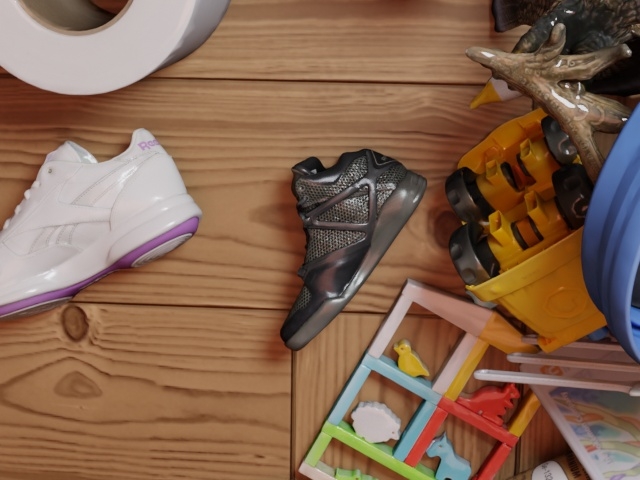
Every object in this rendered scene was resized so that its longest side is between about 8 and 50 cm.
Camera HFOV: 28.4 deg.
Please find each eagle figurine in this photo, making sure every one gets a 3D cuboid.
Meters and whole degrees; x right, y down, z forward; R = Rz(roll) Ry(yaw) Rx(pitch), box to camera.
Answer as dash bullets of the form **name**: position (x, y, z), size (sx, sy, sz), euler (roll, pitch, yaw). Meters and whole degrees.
- **eagle figurine**: position (0.228, -0.187, 1.149), size (0.225, 0.298, 0.226), euler (2, 117, 24)

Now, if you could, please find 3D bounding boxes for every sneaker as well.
- **sneaker**: position (0.000, 0.000, 1.328), size (0.130, 0.087, 0.227), euler (32, 99, 0)
- **sneaker**: position (-0.282, -0.013, 1.351), size (0.305, 0.114, 0.152), euler (-25, 84, 5)

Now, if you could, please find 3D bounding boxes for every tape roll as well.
- **tape roll**: position (-0.215, -0.274, 1.238), size (0.246, 0.169, 0.246), euler (2, 105, 9)

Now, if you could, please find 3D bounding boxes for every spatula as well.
- **spatula**: position (0.285, 0.122, 1.215), size (0.242, 0.168, 0.019), euler (1, 104, 31)

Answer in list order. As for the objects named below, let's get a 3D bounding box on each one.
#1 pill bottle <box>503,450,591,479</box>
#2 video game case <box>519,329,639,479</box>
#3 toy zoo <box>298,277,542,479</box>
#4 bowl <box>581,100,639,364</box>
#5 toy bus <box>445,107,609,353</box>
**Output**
- **pill bottle**: position (0.306, 0.275, 1.331), size (0.229, 0.131, 0.131), euler (-26, 98, 9)
- **video game case**: position (0.405, 0.175, 1.241), size (0.300, 0.036, 0.329), euler (-33, 60, 4)
- **toy zoo**: position (0.128, 0.174, 1.377), size (0.192, 0.030, 0.293), euler (30, 102, -2)
- **bowl**: position (0.380, -0.057, 1.056), size (0.391, 0.391, 0.077), euler (-53, 49, 12)
- **toy bus**: position (0.243, 0.003, 1.265), size (0.149, 0.220, 0.211), euler (-33, 122, 25)
